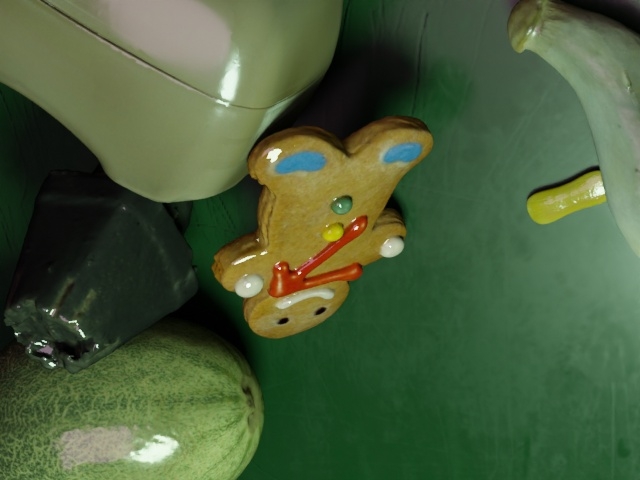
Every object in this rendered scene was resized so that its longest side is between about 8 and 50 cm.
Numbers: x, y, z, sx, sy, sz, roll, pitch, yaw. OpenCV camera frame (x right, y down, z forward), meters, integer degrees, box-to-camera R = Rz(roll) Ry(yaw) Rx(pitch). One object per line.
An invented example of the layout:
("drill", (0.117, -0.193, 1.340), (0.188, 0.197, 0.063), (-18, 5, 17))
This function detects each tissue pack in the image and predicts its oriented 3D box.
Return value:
("tissue pack", (-0.175, -0.239, 1.166), (0.387, 0.267, 0.277), (33, 123, 7))

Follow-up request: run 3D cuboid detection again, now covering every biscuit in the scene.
("biscuit", (0.000, 0.002, 1.249), (0.049, 0.205, 0.324), (64, 149, 28))

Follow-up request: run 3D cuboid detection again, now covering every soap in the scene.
("soap", (0.240, -0.041, 1.238), (0.089, 0.012, 0.034), (-23, 102, 27))

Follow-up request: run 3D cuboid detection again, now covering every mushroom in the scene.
("mushroom", (0.273, -0.116, 1.152), (0.118, 0.103, 0.270), (-29, 89, 23))

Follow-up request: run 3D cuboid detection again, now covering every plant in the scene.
("plant", (-0.211, 0.012, 1.296), (0.142, 0.256, 0.164), (1, 135, 27))

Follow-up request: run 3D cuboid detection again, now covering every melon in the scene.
("melon", (-0.221, 0.193, 1.383), (0.329, 0.248, 0.248), (-13, 107, 18))
